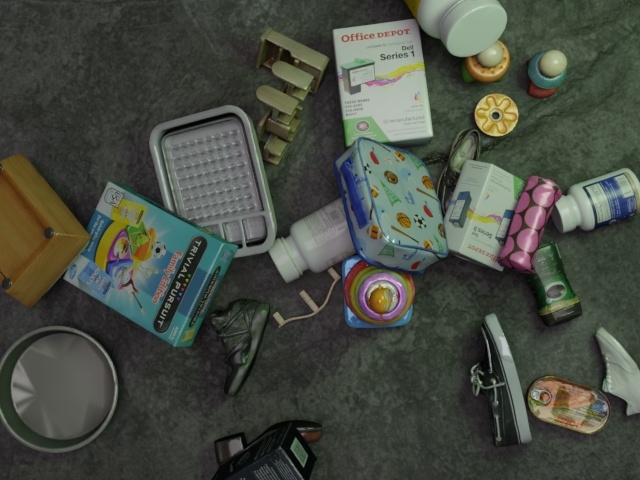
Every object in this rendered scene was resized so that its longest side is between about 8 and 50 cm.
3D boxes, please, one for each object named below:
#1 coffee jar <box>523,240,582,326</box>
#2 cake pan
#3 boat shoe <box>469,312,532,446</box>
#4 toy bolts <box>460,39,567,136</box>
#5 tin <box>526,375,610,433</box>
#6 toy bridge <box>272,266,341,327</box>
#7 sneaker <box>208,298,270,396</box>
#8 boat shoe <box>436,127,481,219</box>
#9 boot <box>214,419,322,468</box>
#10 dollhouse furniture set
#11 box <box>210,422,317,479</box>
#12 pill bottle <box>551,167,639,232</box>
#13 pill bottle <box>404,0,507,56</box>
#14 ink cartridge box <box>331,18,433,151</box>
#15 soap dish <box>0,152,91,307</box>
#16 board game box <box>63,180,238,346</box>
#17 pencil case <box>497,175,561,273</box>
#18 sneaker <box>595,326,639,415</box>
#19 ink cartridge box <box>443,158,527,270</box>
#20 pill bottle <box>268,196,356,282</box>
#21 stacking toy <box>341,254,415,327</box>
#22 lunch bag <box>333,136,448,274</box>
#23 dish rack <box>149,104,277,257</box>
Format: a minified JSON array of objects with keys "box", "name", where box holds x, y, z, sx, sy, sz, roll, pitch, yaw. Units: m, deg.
[{"box":[0.523,0.101,1.883,0.096,0.079,0.184,-21,85,3],"name":"coffee jar"},{"box":[-0.612,0.345,1.930,0.293,0.054,0.293,0,87,2],"name":"cake pan"},{"box":[0.393,0.319,1.863,0.105,0.113,0.306,-14,102,8],"name":"boat shoe"},{"box":[0.449,-0.359,1.871,0.229,0.158,0.218,-7,87,2],"name":"toy bolts"},{"box":[0.565,0.375,1.888,0.190,0.040,0.106,17,84,3],"name":"tin"},{"box":[-0.025,0.143,1.930,0.188,0.026,0.063,-40,87,0],"name":"toy bridge"},{"box":[-0.206,0.240,1.905,0.130,0.087,0.227,15,85,5],"name":"sneaker"},{"box":[0.321,-0.155,1.908,0.080,0.073,0.223,16,87,3],"name":"boat shoe"},{"box":[-0.093,0.565,1.876,0.264,0.096,0.280,-15,87,1],"name":"boot"},{"box":[-0.108,-0.338,1.874,0.161,0.212,0.242,27,62,2],"name":"dollhouse furniture set"},{"box":[-0.127,0.507,1.771,0.207,0.153,0.108,-34,92,11],"name":"box"},{"box":[0.623,-0.085,1.873,0.187,0.112,0.111,-18,86,2],"name":"pill bottle"},{"box":[0.271,-0.569,1.819,0.188,0.188,0.333,-24,60,1],"name":"pill bottle"},{"box":[0.140,-0.353,1.904,0.202,0.117,0.278,-7,86,2],"name":"ink cartridge box"},{"box":[-0.688,-0.027,1.880,0.229,0.118,0.291,-47,72,11],"name":"soap dish"},{"box":[-0.388,0.050,1.867,0.336,0.079,0.253,27,94,21],"name":"board game box"},{"box":[0.464,-0.032,1.818,0.098,0.095,0.209,28,82,-41],"name":"pencil case"},{"box":[0.672,0.302,1.872,0.094,0.080,0.212,-34,87,12],"name":"sneaker"},{"box":[0.369,-0.055,1.859,0.154,0.093,0.212,23,89,-35],"name":"ink cartridge box"},{"box":[0.000,0.000,1.884,0.229,0.131,0.131,-29,86,0],"name":"pill bottle"},{"box":[0.129,0.117,1.785,0.166,0.302,0.175,-4,90,3],"name":"stacking toy"},{"box":[0.146,-0.081,1.803,0.115,0.243,0.303,-40,53,39],"name":"lunch bag"},{"box":[-0.233,-0.125,1.871,0.286,0.072,0.332,-9,98,30],"name":"dish rack"}]
